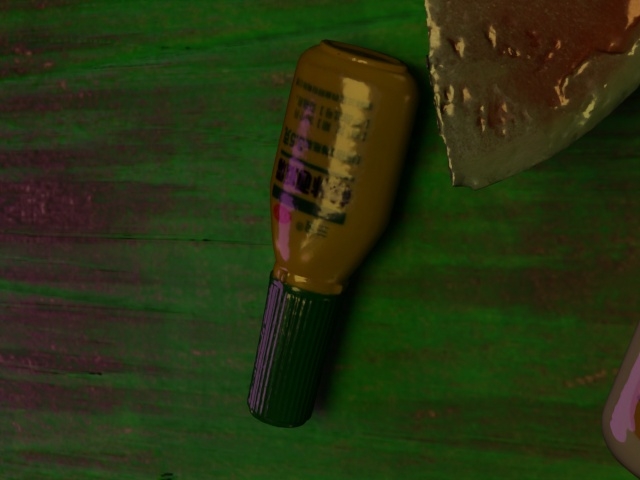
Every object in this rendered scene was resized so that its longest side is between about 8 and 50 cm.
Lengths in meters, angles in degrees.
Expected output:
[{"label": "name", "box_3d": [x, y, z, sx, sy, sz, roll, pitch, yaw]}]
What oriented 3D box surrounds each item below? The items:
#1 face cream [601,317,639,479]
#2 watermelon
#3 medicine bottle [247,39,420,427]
[{"label": "face cream", "box_3d": [0.260, 0.017, 0.861, 0.144, 0.071, 0.291, 31, 111, 30]}, {"label": "watermelon", "box_3d": [0.110, -0.185, 0.888, 0.224, 0.180, 0.305, -4, 93, 51]}, {"label": "medicine bottle", "box_3d": [0.000, 0.000, 1.057, 0.095, 0.064, 0.260, 23, 108, 33]}]
